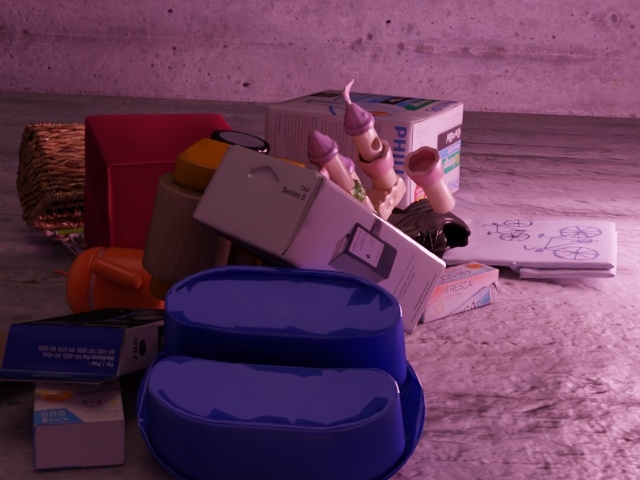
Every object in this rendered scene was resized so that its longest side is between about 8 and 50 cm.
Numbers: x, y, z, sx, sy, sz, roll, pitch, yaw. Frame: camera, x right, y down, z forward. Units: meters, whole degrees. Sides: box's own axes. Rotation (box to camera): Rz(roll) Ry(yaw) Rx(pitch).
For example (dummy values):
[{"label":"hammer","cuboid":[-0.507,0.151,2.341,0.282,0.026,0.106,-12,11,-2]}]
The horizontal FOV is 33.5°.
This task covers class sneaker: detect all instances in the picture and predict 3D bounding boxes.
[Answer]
[{"label":"sneaker","cuboid":[0.160,-0.002,1.970,0.286,0.109,0.130,-22,34,-32]}]

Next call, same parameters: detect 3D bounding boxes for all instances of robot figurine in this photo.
[{"label":"robot figurine","cuboid":[-0.296,0.073,1.639,0.219,0.128,0.158,4,16,7]}]

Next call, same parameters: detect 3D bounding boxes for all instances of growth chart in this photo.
[{"label":"growth chart","cuboid":[-0.405,0.009,2.030,0.172,0.021,0.237,-9,21,-36]}]

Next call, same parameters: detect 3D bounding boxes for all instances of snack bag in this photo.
[{"label":"snack bag","cuboid":[0.410,0.012,2.094,0.342,0.037,0.323,1,16,15]}]

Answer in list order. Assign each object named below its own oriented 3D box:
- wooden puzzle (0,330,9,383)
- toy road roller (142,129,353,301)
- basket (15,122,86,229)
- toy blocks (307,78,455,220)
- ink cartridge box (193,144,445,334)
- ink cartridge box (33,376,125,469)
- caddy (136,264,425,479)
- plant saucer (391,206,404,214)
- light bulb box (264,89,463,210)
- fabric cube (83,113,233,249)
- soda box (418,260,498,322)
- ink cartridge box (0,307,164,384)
[{"label":"wooden puzzle","cuboid":[-0.503,0.171,1.447,0.238,0.044,0.221,6,17,28]},{"label":"toy road roller","cuboid":[-0.092,-0.025,1.540,0.240,0.203,0.329,17,18,8]},{"label":"basket","cuboid":[-0.430,-0.087,2.086,0.299,0.213,0.223,-5,46,-30]},{"label":"toy blocks","cuboid":[0.014,-0.086,1.812,0.309,0.260,0.289,18,62,41]},{"label":"ink cartridge box","cuboid":[0.000,0.000,1.383,0.198,0.115,0.273,21,-9,47]},{"label":"ink cartridge box","cuboid":[-0.297,0.209,1.300,0.104,0.062,0.181,-1,16,-14]},{"label":"caddy","cuboid":[-0.047,0.169,1.233,0.341,0.179,0.241,4,48,3]},{"label":"plant saucer","cuboid":[0.040,-0.027,2.160,0.310,0.050,0.310,2,17,-1]},{"label":"light bulb box","cuboid":[0.106,-0.209,2.472,0.361,0.225,0.358,9,17,23]},{"label":"fabric cube","cuboid":[-0.265,-0.062,1.843,0.254,0.259,0.258,-4,25,-20]},{"label":"soda box","cuboid":[0.217,0.085,1.782,0.183,0.063,0.058,-12,22,-38]},{"label":"ink cartridge box","cuboid":[-0.286,0.133,1.403,0.165,0.065,0.332,1,3,14]}]
